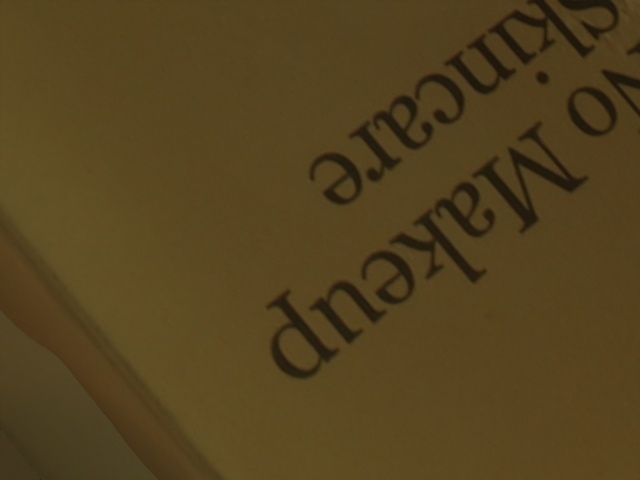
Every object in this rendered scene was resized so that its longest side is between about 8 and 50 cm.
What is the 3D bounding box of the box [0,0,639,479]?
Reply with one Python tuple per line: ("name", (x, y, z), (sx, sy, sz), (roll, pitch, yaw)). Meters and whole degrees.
("box", (0.000, 0.000, 0.389), (0.311, 0.148, 0.121), (49, -23, 4))
